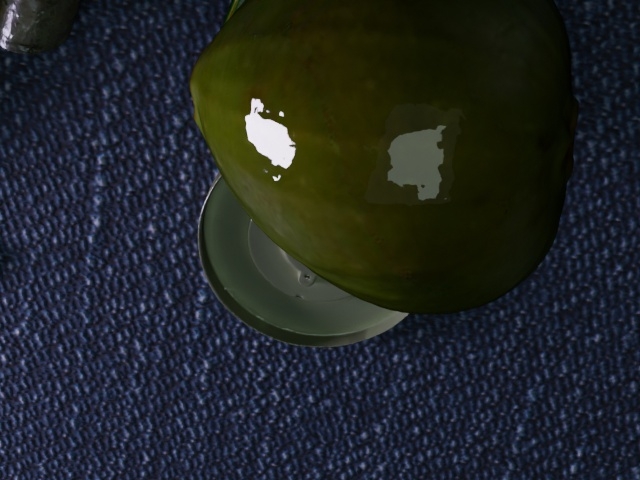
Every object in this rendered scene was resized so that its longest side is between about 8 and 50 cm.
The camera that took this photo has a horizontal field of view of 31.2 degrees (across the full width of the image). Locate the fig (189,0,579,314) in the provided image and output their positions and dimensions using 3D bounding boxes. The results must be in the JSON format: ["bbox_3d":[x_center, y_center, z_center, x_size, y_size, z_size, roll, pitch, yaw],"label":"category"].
[{"bbox_3d":[0.045,-0.097,0.912,0.316,0.316,0.316,2,118,4],"label":"fig"}]

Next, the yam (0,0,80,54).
[{"bbox_3d":[-0.231,-0.231,0.976,0.069,0.070,0.146,22,118,-7],"label":"yam"}]

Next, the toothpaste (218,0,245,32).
[{"bbox_3d":[-0.045,-0.231,0.975,0.037,0.043,0.178,23,117,-8],"label":"toothpaste"}]

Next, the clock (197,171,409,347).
[{"bbox_3d":[0.000,0.000,1.102,0.235,0.029,0.235,2,118,3],"label":"clock"}]
